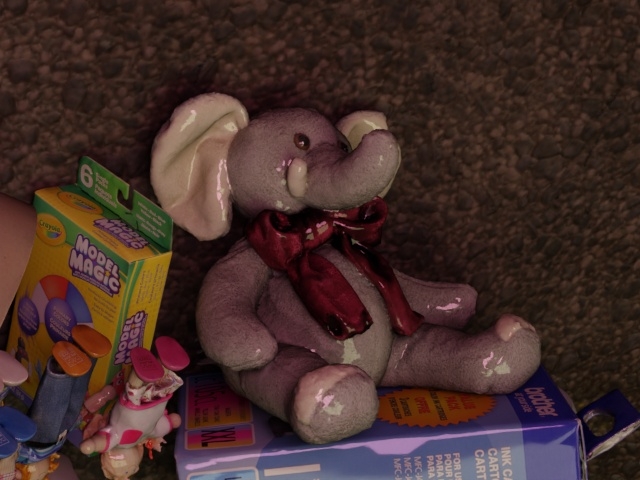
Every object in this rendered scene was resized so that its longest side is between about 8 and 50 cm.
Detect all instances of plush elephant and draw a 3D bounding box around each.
[{"bbox_3d":[0.000,0.000,1.550,0.272,0.330,0.255,-9,102,-38],"label":"plush elephant"}]

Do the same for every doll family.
[{"bbox_3d":[-0.228,0.148,1.434,0.263,0.118,0.163,-22,147,-47],"label":"doll family"}]

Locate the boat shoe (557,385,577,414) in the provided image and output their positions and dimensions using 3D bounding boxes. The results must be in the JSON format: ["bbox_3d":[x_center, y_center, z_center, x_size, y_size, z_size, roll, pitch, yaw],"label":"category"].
[{"bbox_3d":[0.094,0.270,1.830,0.367,0.136,0.156,-25,128,-7],"label":"boat shoe"}]

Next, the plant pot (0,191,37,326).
[{"bbox_3d":[-0.393,0.018,1.369,0.274,0.256,0.256,31,103,-20],"label":"plant pot"}]

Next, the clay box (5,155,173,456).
[{"bbox_3d":[-0.196,0.053,1.542,0.053,0.127,0.222,-16,129,-45],"label":"clay box"}]

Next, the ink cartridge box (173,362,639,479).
[{"bbox_3d":[0.075,0.198,1.604,0.395,0.270,0.151,-4,101,-3],"label":"ink cartridge box"}]

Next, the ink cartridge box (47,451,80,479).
[{"bbox_3d":[-0.276,0.319,1.656,0.092,0.160,0.219,5,117,-29],"label":"ink cartridge box"}]
